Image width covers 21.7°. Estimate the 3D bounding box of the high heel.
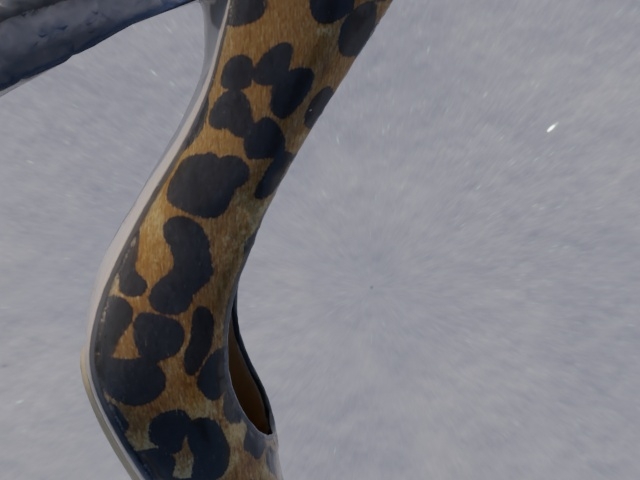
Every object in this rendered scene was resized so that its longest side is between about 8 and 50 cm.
[{"bbox_3d":[0.000,0.000,0.586,0.186,0.093,0.261,-23,106,-1],"label":"high heel"}]
